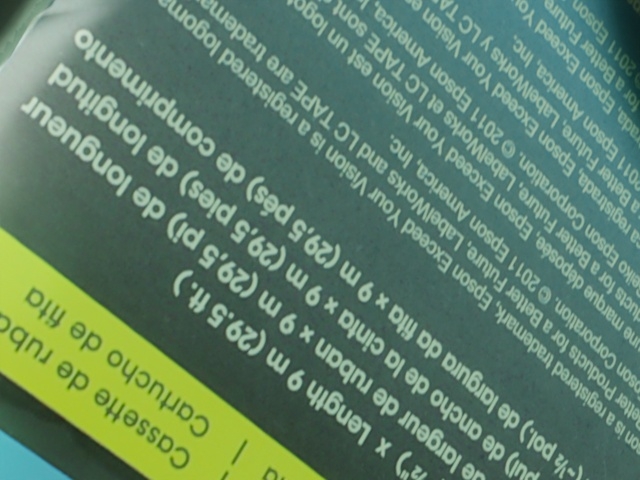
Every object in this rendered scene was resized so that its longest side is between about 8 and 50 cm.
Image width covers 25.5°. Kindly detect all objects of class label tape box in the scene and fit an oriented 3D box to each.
[{"bbox_3d":[0.000,0.000,0.423,0.249,0.115,0.347,42,71,-28],"label":"label tape box"}]
